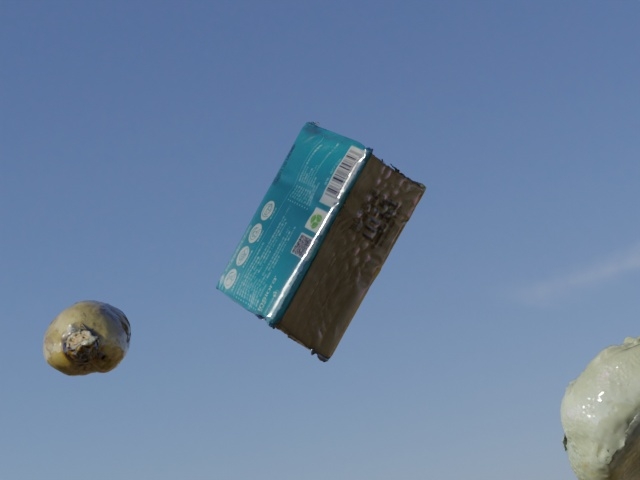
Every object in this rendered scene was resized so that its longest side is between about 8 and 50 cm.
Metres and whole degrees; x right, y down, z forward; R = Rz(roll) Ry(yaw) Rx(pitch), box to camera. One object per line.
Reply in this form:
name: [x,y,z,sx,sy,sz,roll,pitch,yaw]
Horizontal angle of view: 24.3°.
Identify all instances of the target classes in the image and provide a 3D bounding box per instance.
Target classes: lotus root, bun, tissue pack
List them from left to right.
lotus root: [-0.197,0.082,1.258,0.072,0.063,0.152,2,3,-4]
tissue pack: [0.000,0.000,1.979,0.134,0.271,0.192,30,1,-31]
bun: [0.393,0.204,1.858,0.239,0.141,0.239,-29,-35,-23]
